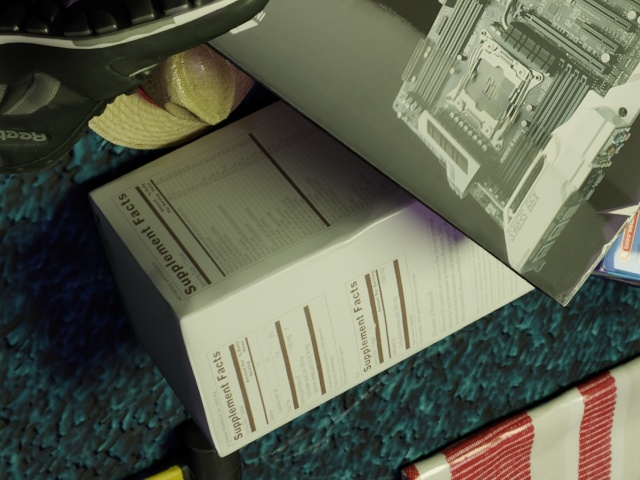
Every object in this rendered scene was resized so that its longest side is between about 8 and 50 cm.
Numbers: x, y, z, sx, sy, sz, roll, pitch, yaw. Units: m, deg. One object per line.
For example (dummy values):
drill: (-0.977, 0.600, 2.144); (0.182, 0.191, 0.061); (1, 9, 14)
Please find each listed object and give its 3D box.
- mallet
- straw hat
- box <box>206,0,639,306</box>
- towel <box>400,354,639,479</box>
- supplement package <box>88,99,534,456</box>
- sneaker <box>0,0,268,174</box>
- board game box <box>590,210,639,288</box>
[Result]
mallet: (-0.141, 0.187, 1.202); (0.189, 0.039, 0.062); (-26, 134, -10)
straw hat: (-0.078, -0.103, 1.015); (0.144, 0.061, 0.144); (-18, 129, -24)
box: (0.081, -0.150, 0.956); (0.307, 0.076, 0.242); (37, 92, -8)
towel: (0.220, 0.216, 1.462); (0.329, 0.037, 0.237); (-22, 130, -20)
supplement package: (0.000, 0.000, 1.084); (0.244, 0.139, 0.134); (-27, 137, -15)
sneaker: (-0.146, -0.099, 0.902); (0.283, 0.107, 0.124); (-12, 145, 15)
board game box: (0.292, -0.126, 1.103); (0.233, 0.078, 0.347); (15, 87, -23)
